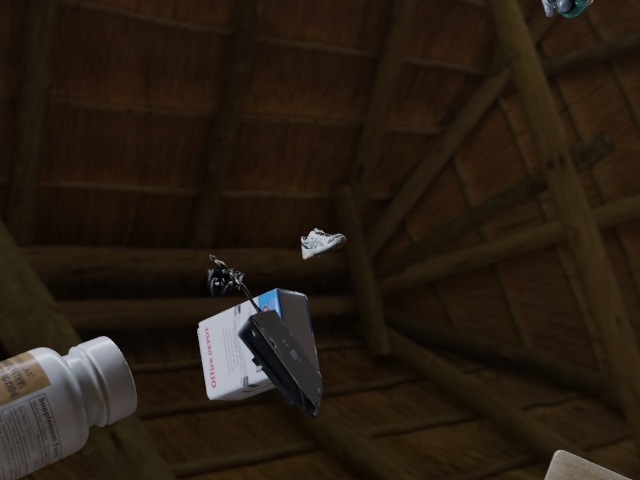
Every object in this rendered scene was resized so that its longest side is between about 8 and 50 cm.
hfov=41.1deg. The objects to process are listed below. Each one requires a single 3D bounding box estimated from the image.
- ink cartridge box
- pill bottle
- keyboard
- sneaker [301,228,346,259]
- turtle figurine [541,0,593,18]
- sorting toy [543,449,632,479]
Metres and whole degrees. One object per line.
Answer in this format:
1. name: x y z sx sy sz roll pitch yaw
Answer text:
1. ink cartridge box: -0.114 0.191 1.531 0.085 0.203 0.148 14 -121 -49
2. pill bottle: -0.337 0.197 0.979 0.229 0.131 0.131 -21 -98 -33
3. keyboard: -0.064 0.108 0.993 0.202 0.033 0.317 55 178 4
4. sneaker: 0.000 0.000 1.138 0.031 0.083 0.037 -6 -101 -41
5. turtle figurine: 0.139 -0.235 0.557 0.175 0.118 0.234 30 -166 -9
6. sorting toy: 0.361 0.418 1.011 0.257 0.089 0.256 21 -101 16
